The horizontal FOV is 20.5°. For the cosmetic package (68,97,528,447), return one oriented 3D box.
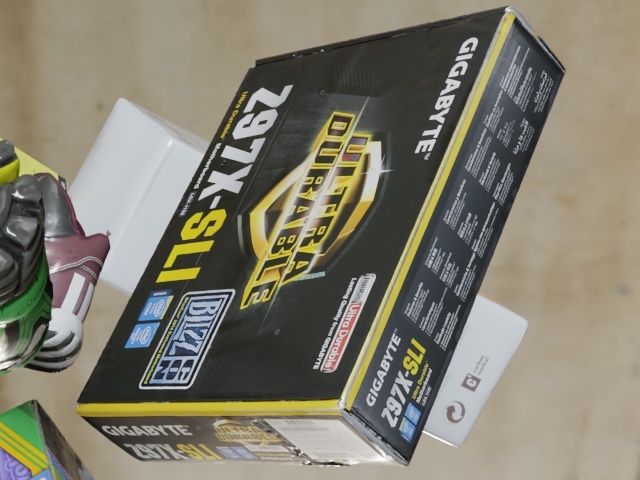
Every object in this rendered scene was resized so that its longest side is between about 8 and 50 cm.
[{"bbox_3d":[-0.032,0.033,1.878,0.161,0.453,0.230,-61,25,5],"label":"cosmetic package"}]

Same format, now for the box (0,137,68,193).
[{"bbox_3d":[-0.367,-0.075,1.770,0.087,0.232,0.058,-42,36,22],"label":"box"}]

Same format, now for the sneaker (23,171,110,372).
[{"bbox_3d":[-0.302,0.005,1.508,0.106,0.281,0.162,74,-145,-59],"label":"sneaker"}]

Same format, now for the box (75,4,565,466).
[{"bbox_3d":[0.000,0.000,1.205,0.079,0.257,0.322,44,-123,-32],"label":"box"}]

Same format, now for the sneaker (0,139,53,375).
[{"bbox_3d":[-0.295,-0.016,0.943,0.134,0.343,0.146,-52,-22,-31],"label":"sneaker"}]

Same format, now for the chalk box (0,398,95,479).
[{"bbox_3d":[-0.261,0.317,1.503,0.289,0.179,0.180,-114,-1,-48],"label":"chalk box"}]
